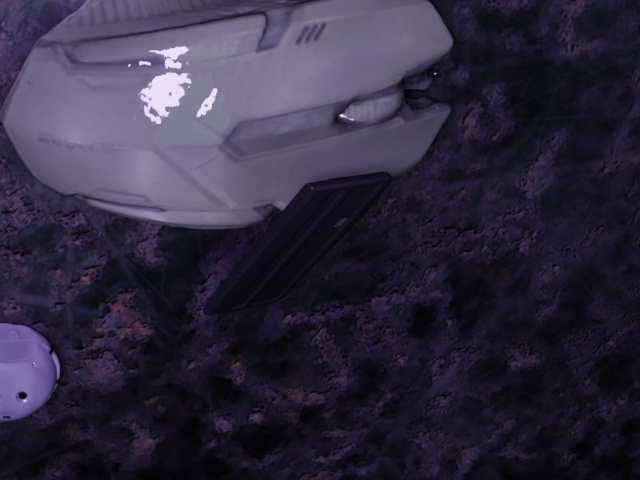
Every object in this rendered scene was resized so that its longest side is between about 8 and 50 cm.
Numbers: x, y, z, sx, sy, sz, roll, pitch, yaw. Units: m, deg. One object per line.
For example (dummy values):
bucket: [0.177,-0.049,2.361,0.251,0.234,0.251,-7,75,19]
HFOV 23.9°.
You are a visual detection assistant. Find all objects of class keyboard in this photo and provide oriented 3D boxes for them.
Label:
keyboard: [-0.004,-0.013,1.410,0.103,0.041,0.381,-10,165,-31]

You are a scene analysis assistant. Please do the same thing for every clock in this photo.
clock: [-0.344,0.148,1.482,0.176,0.080,0.117,-2,120,-18]

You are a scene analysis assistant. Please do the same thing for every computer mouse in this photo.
computer mouse: [-0.072,-0.117,1.384,0.429,0.145,0.228,-8,120,-16]
